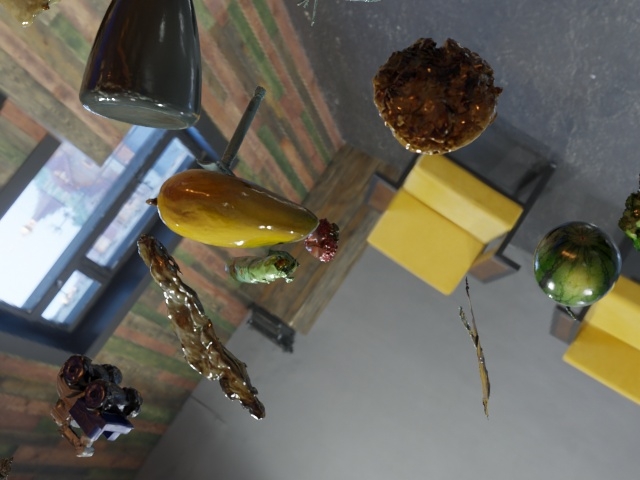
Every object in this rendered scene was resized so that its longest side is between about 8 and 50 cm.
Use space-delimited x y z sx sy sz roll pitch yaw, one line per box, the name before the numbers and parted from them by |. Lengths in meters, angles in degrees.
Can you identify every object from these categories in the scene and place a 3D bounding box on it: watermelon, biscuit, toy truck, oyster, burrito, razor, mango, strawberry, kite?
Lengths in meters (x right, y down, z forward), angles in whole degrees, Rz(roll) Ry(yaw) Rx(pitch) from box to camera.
watermelon | 0.431 0.053 1.119 0.140 0.140 0.187 31 149 26
biscuit | 0.277 -0.365 1.594 0.334 0.289 0.081 53 -177 28
toy truck | -0.545 0.389 1.553 0.213 0.177 0.161 37 175 29
oyster | -0.190 0.140 1.023 0.345 0.078 0.128 59 161 -4
burrito | -0.110 0.050 1.332 0.288 0.104 0.054 -3 109 65
razor | -0.171 -0.227 1.389 0.068 0.232 0.106 9 156 32
mango | -0.160 -0.051 1.194 0.316 0.119 0.176 10 153 -5
strawberry | -0.003 0.001 1.548 0.048 0.104 0.152 -2 174 -31
kite | 0.129 0.084 0.547 0.005 0.137 0.152 -12 139 15

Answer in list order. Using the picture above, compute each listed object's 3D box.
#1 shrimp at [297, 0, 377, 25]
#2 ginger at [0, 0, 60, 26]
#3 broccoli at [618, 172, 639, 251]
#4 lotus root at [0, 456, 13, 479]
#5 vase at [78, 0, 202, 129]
shrimp | -0.020 -0.565 1.397 0.372 0.172 0.137 9 153 18
ginger | -0.482 -0.492 1.084 0.152 0.267 0.138 5 -165 -1
broccoli | 0.559 -0.098 0.936 0.269 0.269 0.254 40 159 -31
lotus root | -0.576 0.425 1.100 0.072 0.152 0.063 48 159 -10
vase | -0.243 -0.338 0.967 0.173 0.321 0.173 8 177 0
